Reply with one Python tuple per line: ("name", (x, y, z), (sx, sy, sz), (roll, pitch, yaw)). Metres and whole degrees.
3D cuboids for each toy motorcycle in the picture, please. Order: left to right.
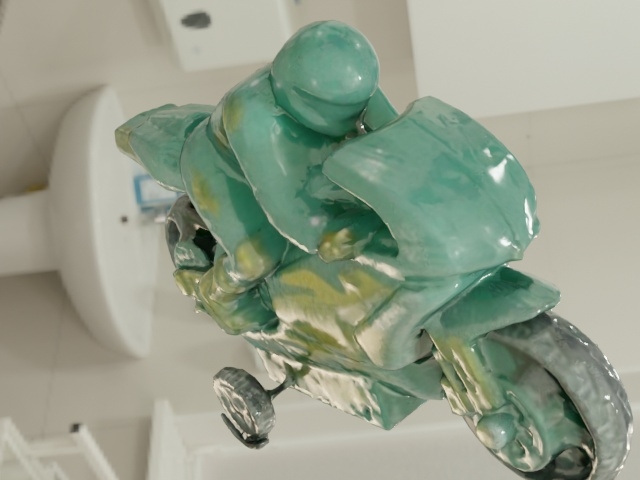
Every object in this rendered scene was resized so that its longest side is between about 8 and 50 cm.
("toy motorcycle", (-0.001, 0.000, 0.480), (0.296, 0.109, 0.198), (13, -52, 51))
